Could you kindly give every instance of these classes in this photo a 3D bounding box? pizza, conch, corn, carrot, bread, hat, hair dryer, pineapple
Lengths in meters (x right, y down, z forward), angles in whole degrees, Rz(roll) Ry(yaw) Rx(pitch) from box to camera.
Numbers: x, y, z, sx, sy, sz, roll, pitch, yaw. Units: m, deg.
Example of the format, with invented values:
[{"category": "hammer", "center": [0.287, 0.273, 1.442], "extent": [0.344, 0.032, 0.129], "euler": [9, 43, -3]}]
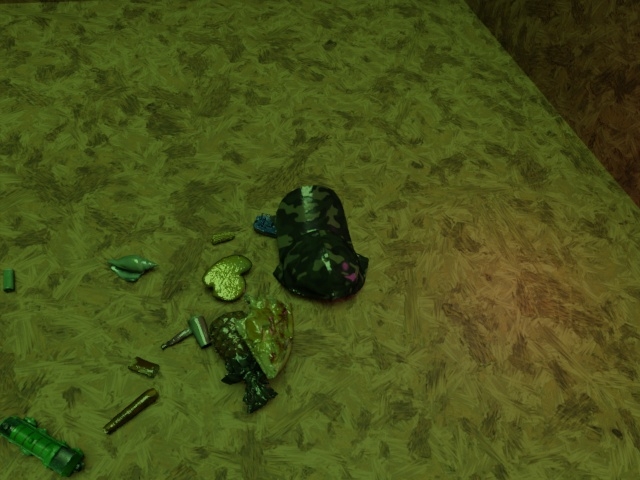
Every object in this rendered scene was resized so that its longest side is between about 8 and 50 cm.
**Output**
[{"category": "pizza", "center": [-0.161, 0.268, 1.403], "extent": [0.223, 0.090, 0.323], "euler": [47, 24, -22]}, {"category": "conch", "center": [-0.657, 0.093, 1.555], "extent": [0.180, 0.088, 0.065], "euler": [0, 13, -1]}, {"category": "corn", "center": [-0.372, -0.012, 1.677], "extent": [0.093, 0.037, 0.037], "euler": [-15, 60, -20]}, {"category": "carrot", "center": [-0.561, 0.504, 1.306], "extent": [0.171, 0.042, 0.042], "euler": [-37, 69, -24]}, {"category": "bread", "center": [-0.552, 0.397, 1.379], "extent": [0.084, 0.036, 0.046], "euler": [19, 41, 5]}, {"category": "hat", "center": [0.000, 0.000, 1.593], "extent": [0.367, 0.380, 0.257], "euler": [-12, 17, -15]}, {"category": "hair dryer", "center": [-0.444, 0.321, 1.448], "extent": [0.154, 0.054, 0.106], "euler": [-20, 66, -9]}, {"category": "pineapple", "center": [-0.248, 0.378, 1.382], "extent": [0.170, 0.141, 0.309], "euler": [-5, 61, -46]}, {"category": "bread", "center": [-0.320, 0.136, 1.577], "extent": [0.149, 0.065, 0.188], "euler": [46, 58, 8]}]

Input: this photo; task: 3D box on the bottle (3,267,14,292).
[{"category": "bottle", "center": [-1.046, 0.132, 1.480], "extent": [0.031, 0.030, 0.083], "euler": [-13, 59, -17]}]

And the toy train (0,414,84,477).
[{"category": "toy train", "center": [-0.757, 0.554, 1.195], "extent": [0.252, 0.119, 0.085], "euler": [26, 58, 7]}]

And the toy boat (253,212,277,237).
[{"category": "toy boat", "center": [-0.171, -0.064, 1.699], "extent": [0.175, 0.110, 0.091], "euler": [17, 53, 1]}]
